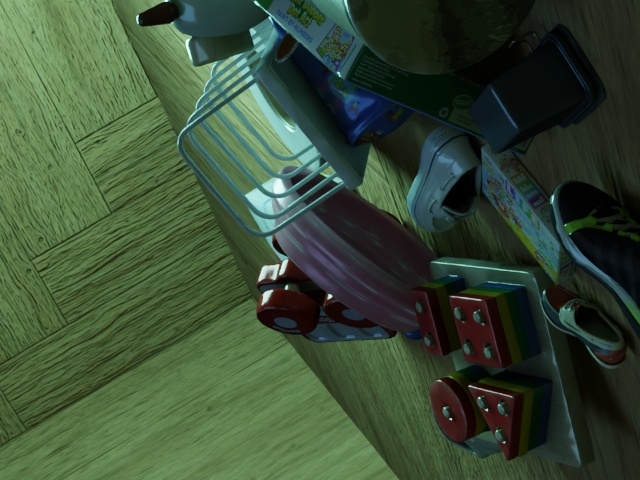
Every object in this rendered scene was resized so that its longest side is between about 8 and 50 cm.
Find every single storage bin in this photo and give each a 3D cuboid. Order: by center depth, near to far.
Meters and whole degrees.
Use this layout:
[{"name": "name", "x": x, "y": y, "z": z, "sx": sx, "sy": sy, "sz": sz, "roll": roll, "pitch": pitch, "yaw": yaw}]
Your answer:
[{"name": "storage bin", "x": 0.198, "y": -0.142, "z": 1.562, "sx": 0.098, "sy": 0.091, "sz": 0.135, "roll": 59, "pitch": 169, "yaw": 4}]

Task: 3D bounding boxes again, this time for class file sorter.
[{"name": "file sorter", "x": -0.056, "y": -0.156, "z": 2.121, "sx": 0.193, "sy": 0.173, "sz": 0.278, "roll": 50, "pitch": -159, "yaw": -16}]

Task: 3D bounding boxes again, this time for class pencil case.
[{"name": "pencil case", "x": 0.017, "y": -0.271, "z": 2.015, "sx": 0.306, "sy": 0.133, "sz": 0.119, "roll": 59, "pitch": -148, "yaw": 4}]

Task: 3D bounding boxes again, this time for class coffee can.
[{"name": "coffee can", "x": 0.055, "y": -0.292, "z": 1.503, "sx": 0.275, "sy": 0.201, "sz": 0.201, "roll": 46, "pitch": 163, "yaw": 54}]

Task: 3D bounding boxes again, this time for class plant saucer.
[{"name": "plant saucer", "x": 0.058, "y": 0.023, "z": 2.314, "sx": 0.332, "sy": 0.084, "sz": 0.332, "roll": 34, "pitch": -165, "yaw": -10}]

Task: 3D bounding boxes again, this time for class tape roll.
[{"name": "tape roll", "x": -0.036, "y": -0.249, "z": 2.391, "sx": 0.286, "sy": 0.100, "sz": 0.286, "roll": 57, "pitch": 170, "yaw": 15}]

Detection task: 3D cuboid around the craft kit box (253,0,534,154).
[{"name": "craft kit box", "x": 0.078, "y": -0.195, "z": 1.714, "sx": 0.250, "sy": 0.061, "sz": 0.246, "roll": 19, "pitch": -166, "yaw": -35}]

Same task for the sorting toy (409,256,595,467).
[{"name": "sorting toy", "x": 0.216, "y": 0.161, "z": 2.081, "sx": 0.257, "sy": 0.089, "sz": 0.256, "roll": 5, "pitch": 113, "yaw": 63}]

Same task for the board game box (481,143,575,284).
[{"name": "board game box", "x": 0.239, "y": -0.033, "z": 1.868, "sx": 0.154, "sy": 0.026, "sz": 0.103, "roll": 54, "pitch": 169, "yaw": 27}]

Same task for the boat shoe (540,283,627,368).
[{"name": "boat shoe", "x": 0.302, "y": 0.091, "z": 1.864, "sx": 0.137, "sy": 0.049, "sz": 0.043, "roll": 48, "pitch": 162, "yaw": 39}]

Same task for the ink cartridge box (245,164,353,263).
[{"name": "ink cartridge box", "x": 0.000, "y": 0.000, "z": 2.864, "sx": 0.226, "sy": 0.131, "sz": 0.306, "roll": 62, "pitch": 168, "yaw": -15}]

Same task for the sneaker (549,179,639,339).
[{"name": "sneaker", "x": 0.315, "y": 0.012, "z": 1.555, "sx": 0.235, "sy": 0.084, "sz": 0.097, "roll": 53, "pitch": 145, "yaw": 27}]

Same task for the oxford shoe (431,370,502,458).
[{"name": "oxford shoe", "x": 0.250, "y": 0.229, "z": 2.306, "sx": 0.169, "sy": 0.130, "sz": 0.449, "roll": 62, "pitch": 168, "yaw": 8}]

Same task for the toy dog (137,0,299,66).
[{"name": "toy dog", "x": -0.089, "y": -0.302, "z": 1.894, "sx": 0.333, "sy": 0.161, "sz": 0.220, "roll": -38, "pitch": 84, "yaw": 44}]

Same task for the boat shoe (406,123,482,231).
[{"name": "boat shoe", "x": 0.159, "y": -0.057, "z": 2.030, "sx": 0.076, "sy": 0.083, "sz": 0.226, "roll": 56, "pitch": 169, "yaw": 25}]

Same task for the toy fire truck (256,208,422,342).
[{"name": "toy fire truck", "x": 0.055, "y": 0.085, "z": 2.594, "sx": 0.254, "sy": 0.302, "sz": 0.169, "roll": 44, "pitch": -131, "yaw": -47}]
